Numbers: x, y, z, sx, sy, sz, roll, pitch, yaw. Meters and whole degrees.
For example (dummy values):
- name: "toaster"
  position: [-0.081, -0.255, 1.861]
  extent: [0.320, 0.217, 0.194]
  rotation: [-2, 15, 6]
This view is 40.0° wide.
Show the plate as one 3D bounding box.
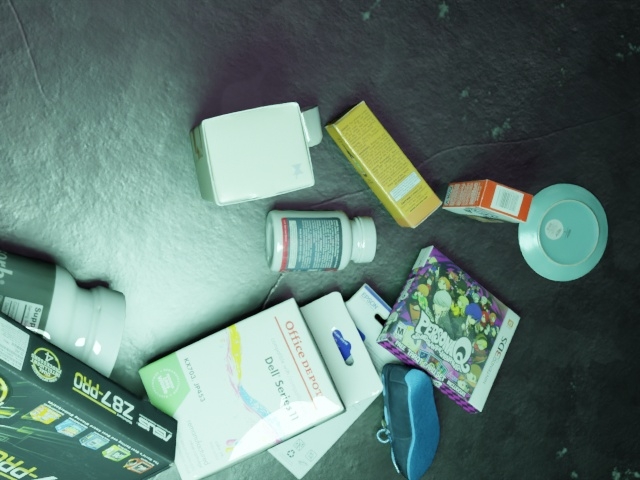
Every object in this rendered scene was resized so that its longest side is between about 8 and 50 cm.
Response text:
- name: "plate"
  position: [0.468, -0.015, 1.671]
  extent: [0.188, 0.024, 0.188]
  rotation: [-1, 95, -13]

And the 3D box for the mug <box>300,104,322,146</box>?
- name: "mug"
  position: [-0.032, -0.196, 1.536]
  extent: [0.078, 0.062, 0.064]
  rotation: [-11, 107, 21]

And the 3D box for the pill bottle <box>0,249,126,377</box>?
- name: "pill bottle"
  position: [-0.503, 0.119, 1.355]
  extent: [0.363, 0.210, 0.210]
  rotation: [17, 90, -24]

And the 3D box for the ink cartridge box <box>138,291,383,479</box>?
- name: "ink cartridge box"
  position: [-0.092, 0.233, 1.454]
  extent: [0.353, 0.119, 0.207]
  rotation: [-26, 77, -1]

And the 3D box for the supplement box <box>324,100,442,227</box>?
- name: "supplement box"
  position: [0.111, -0.133, 1.556]
  extent: [0.080, 0.078, 0.233]
  rotation: [-42, 102, -7]

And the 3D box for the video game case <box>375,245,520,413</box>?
- name: "video game case"
  position: [0.234, 0.159, 1.576]
  extent: [0.232, 0.042, 0.210]
  rotation: [39, 61, -15]

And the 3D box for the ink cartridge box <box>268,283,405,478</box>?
- name: "ink cartridge box"
  position: [0.015, 0.245, 1.565]
  extent: [0.333, 0.065, 0.165]
  rotation: [-45, 101, -5]

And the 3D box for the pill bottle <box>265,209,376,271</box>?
- name: "pill bottle"
  position: [0.000, 0.000, 1.523]
  extent: [0.180, 0.108, 0.108]
  rotation: [-1, 93, -12]

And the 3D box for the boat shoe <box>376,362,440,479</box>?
- name: "boat shoe"
  position: [0.158, 0.317, 1.574]
  extent: [0.109, 0.089, 0.258]
  rotation: [-29, 129, -39]

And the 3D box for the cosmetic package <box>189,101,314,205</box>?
- name: "cosmetic package"
  position: [-0.118, -0.135, 1.392]
  extent: [0.153, 0.296, 0.129]
  rotation: [-12, 97, -12]

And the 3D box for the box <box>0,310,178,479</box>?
- name: "box"
  position: [-0.460, 0.277, 1.299]
  extent: [0.318, 0.097, 0.395]
  rotation: [-29, 130, 23]

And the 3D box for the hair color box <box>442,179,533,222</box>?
- name: "hair color box"
  position: [0.293, -0.068, 1.554]
  extent: [0.093, 0.167, 0.053]
  rotation: [17, 89, -13]
